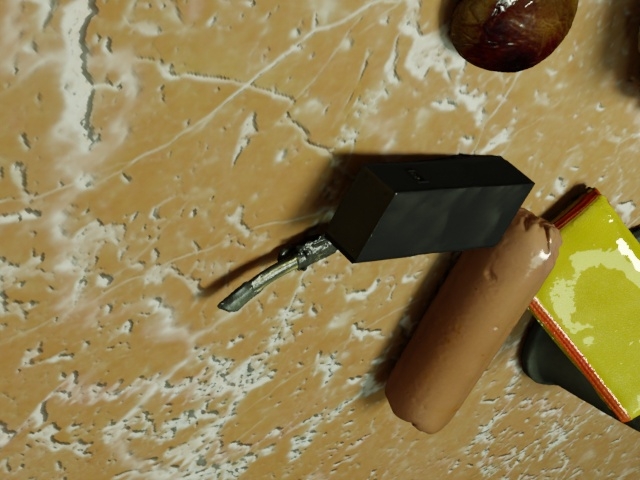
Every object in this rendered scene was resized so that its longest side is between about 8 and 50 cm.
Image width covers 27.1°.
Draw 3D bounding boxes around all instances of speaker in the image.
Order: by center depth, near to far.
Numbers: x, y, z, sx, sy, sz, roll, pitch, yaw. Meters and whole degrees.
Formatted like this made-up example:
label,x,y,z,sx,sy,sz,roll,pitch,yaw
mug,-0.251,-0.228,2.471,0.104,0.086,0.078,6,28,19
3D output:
label,x,y,z,sx,sy,sz,roll,pitch,yaw
speaker,0.100,-0.028,1.183,0.218,0.044,0.082,-7,134,-49

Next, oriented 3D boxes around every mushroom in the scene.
label,x,y,z,sx,sy,sz,roll,pitch,yaw
mushroom,0.161,-0.184,1.070,0.123,0.052,0.123,-27,143,-23

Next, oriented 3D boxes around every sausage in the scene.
label,x,y,z,sx,sy,sz,roll,pitch,yaw
sausage,0.151,0.082,1.358,0.086,0.086,0.289,-7,137,-40

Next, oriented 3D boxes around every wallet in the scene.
label,x,y,z,sx,sy,sz,roll,pitch,yaw
wallet,0.306,0.072,1.419,0.141,0.067,0.241,-38,108,6

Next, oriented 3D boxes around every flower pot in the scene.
label,x,y,z,sx,sy,sz,roll,pitch,yaw
flower pot,0.389,0.123,1.578,0.269,0.166,0.269,-24,144,-19

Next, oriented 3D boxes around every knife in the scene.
label,x,y,z,sx,sy,sz,roll,pitch,yaw
knife,0.001,0.003,1.168,0.222,0.021,0.045,-34,149,-16

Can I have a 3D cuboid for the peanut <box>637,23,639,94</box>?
label,x,y,z,sx,sy,sz,roll,pitch,yaw
peanut,0.338,-0.163,1.251,0.082,0.082,0.187,-35,147,-7
